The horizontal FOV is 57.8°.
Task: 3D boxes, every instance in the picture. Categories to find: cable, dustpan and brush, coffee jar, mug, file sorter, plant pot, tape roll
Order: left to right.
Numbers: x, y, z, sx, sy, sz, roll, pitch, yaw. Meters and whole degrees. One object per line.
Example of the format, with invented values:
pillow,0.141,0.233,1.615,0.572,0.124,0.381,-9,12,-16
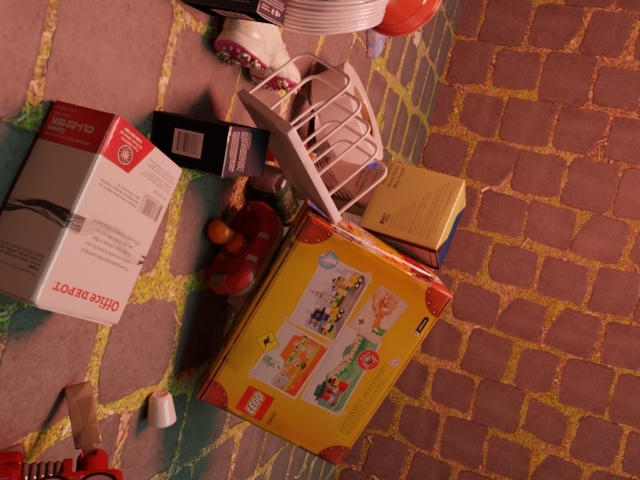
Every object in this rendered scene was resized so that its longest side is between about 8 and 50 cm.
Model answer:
mug,-0.348,0.357,1.251,0.062,0.078,0.064,-9,108,-34
coffee jar,-0.110,-0.108,1.464,0.079,0.096,0.184,-61,157,-20
file sorter,-0.004,-0.215,1.192,0.173,0.193,0.277,-41,140,-8
dustpan and brush,0.003,-0.351,1.670,0.211,0.060,0.147,86,14,-59
cable,0.019,-0.515,1.248,0.257,0.257,0.089,-87,-179,-55
tape roll,0.077,-0.340,1.600,0.286,0.100,0.286,-17,90,-72
plant pot,0.163,-0.707,1.535,0.265,0.273,0.272,-12,117,-61

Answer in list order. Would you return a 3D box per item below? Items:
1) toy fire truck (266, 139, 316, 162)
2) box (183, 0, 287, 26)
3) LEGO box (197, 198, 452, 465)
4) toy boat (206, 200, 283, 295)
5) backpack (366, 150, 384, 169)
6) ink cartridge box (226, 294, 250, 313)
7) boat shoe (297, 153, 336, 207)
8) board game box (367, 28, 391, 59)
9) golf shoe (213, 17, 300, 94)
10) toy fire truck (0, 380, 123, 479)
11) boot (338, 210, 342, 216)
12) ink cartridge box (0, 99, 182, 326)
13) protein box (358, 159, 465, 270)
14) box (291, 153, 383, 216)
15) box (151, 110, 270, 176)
toy fire truck,-0.062,-0.216,1.451,0.192,0.135,0.047,-36,138,-61
box,-0.132,-0.493,0.998,0.108,0.153,0.207,-18,123,-68
LEGO box,0.002,0.214,1.360,0.500,0.373,0.193,-58,-171,11
toy boat,-0.191,0.003,1.306,0.151,0.151,0.231,45,58,-36
backpack,0.150,-0.284,2.071,0.101,0.098,0.120,-29,145,-52
ink cartridge box,-0.181,0.123,1.511,0.099,0.056,0.135,68,41,-61
boat shoe,0.003,-0.175,1.738,0.267,0.096,0.088,-50,154,-48
board game box,0.211,-0.735,1.955,0.160,0.039,0.211,85,27,-47
golf shoe,-0.107,-0.402,1.216,0.306,0.115,0.140,14,89,-72
toy fire truck,-0.417,0.346,0.887,0.246,0.217,0.158,-138,-124,-63
boot,0.000,0.000,1.923,0.246,0.083,0.161,-61,165,-19
ink cartridge box,-0.339,-0.030,0.846,0.197,0.114,0.272,51,56,-69
protein box,0.233,-0.063,1.450,0.199,0.201,0.136,-64,157,-18
box,0.030,-0.152,1.546,0.094,0.275,0.113,64,45,-61
box,-0.199,-0.175,1.062,0.158,0.156,0.093,-17,120,-68
